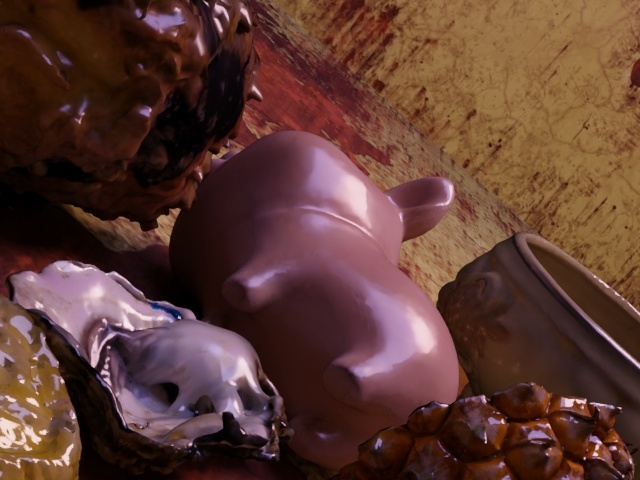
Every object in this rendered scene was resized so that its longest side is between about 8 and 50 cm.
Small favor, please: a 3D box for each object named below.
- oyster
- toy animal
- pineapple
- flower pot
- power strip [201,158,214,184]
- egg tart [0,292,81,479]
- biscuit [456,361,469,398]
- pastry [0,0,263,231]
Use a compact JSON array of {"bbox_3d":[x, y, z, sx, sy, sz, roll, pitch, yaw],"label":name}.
[{"bbox_3d":[-0.123,0.095,0.921,0.223,0.083,0.214,38,10,6],"label":"oyster"},{"bbox_3d":[0.000,0.049,1.144,0.326,0.237,0.269,51,25,16],"label":"toy animal"},{"bbox_3d":[0.145,0.273,0.893,0.262,0.262,0.271,30,31,-39],"label":"pineapple"},{"bbox_3d":[0.218,0.165,1.294,0.307,0.244,0.307,38,13,-11],"label":"flower pot"},{"bbox_3d":[-0.081,-0.020,1.460,0.092,0.034,0.268,34,16,-30],"label":"power strip"},{"bbox_3d":[-0.208,0.092,0.688,0.232,0.098,0.252,33,20,-20],"label":"egg tart"},{"bbox_3d":[0.134,0.155,1.529,0.221,0.029,0.142,24,21,-52],"label":"biscuit"},{"bbox_3d":[-0.204,-0.167,1.053,0.337,0.292,0.405,34,-1,-20],"label":"pastry"}]
